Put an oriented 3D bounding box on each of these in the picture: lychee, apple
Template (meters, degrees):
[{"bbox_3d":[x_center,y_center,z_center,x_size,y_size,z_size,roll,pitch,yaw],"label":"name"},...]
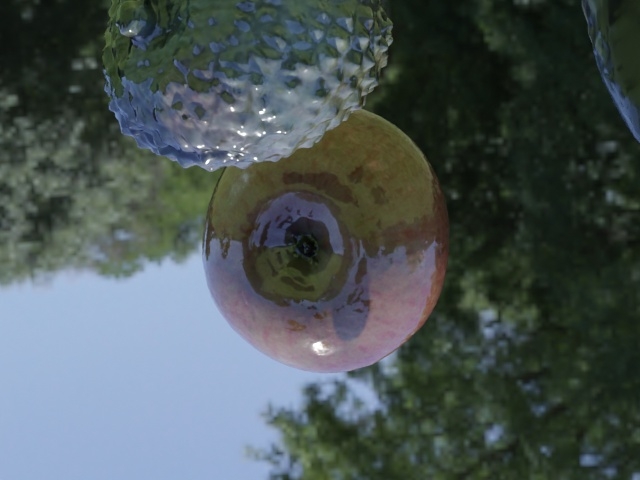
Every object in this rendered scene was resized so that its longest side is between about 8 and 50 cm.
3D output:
[{"bbox_3d":[-0.063,-0.177,1.240,0.255,0.255,0.274,5,176,42],"label":"lychee"},{"bbox_3d":[0.000,0.000,1.788,0.345,0.344,0.269,2,-178,31],"label":"apple"}]

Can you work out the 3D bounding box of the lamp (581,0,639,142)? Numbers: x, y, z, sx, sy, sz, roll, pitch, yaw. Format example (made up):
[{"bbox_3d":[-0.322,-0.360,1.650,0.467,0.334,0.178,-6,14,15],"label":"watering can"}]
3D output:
[{"bbox_3d":[0.192,-0.154,0.785,0.101,0.101,0.250,-1,-126,16],"label":"lamp"}]
